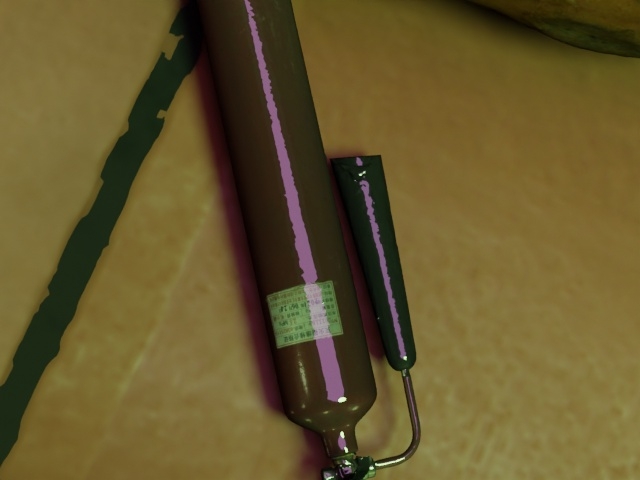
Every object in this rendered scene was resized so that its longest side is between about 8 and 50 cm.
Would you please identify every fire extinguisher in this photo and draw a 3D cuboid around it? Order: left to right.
[{"bbox_3d":[0.000,0.000,0.542,0.049,0.035,0.173,-2,77,-52],"label":"fire extinguisher"}]

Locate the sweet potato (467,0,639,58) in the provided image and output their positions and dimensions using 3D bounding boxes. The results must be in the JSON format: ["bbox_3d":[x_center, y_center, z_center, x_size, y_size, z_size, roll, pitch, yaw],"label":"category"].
[{"bbox_3d":[0.126,-0.111,0.551,0.359,0.112,0.112,-2,80,-14],"label":"sweet potato"}]
